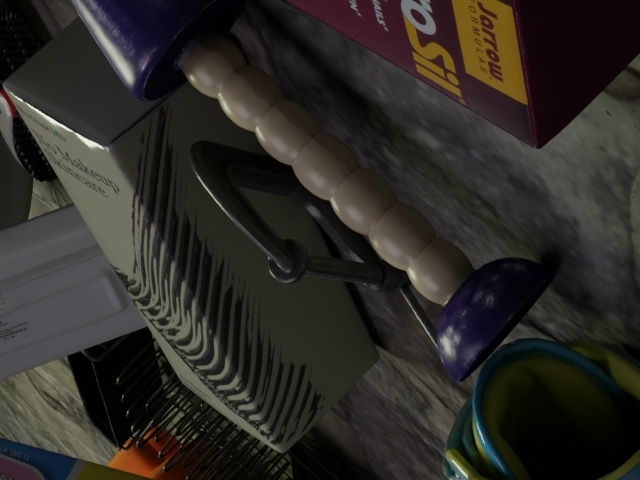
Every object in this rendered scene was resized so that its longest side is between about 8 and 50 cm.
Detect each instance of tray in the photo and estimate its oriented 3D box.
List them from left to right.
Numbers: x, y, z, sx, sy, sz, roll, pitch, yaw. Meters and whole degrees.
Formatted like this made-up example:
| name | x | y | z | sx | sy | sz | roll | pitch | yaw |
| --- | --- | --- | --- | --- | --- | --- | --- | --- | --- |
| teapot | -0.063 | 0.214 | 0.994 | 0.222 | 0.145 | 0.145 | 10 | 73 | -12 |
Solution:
| name | x | y | z | sx | sy | sz | roll | pitch | yaw |
| --- | --- | --- | --- | --- | --- | --- | --- | --- | --- |
| tray | -0.217 | 0.053 | 1.330 | 0.145 | 0.270 | 0.030 | 71 | 178 | -51 |

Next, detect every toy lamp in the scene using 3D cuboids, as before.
| name | x | y | z | sx | sy | sz | roll | pitch | yaw |
| --- | --- | --- | --- | --- | --- | --- | --- | --- | --- |
| toy lamp | -0.010 | -0.049 | 0.948 | 0.274 | 0.080 | 0.080 | 40 | 161 | 9 |

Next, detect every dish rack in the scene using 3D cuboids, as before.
| name | x | y | z | sx | sy | sz | roll | pitch | yaw |
| --- | --- | --- | --- | --- | --- | --- | --- | --- | --- |
| dish rack | -0.079 | 0.169 | 1.552 | 0.271 | 0.074 | 0.208 | 39 | 162 | 18 |

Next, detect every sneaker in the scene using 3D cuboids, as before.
| name | x | y | z | sx | sy | sz | roll | pitch | yaw |
| --- | --- | --- | --- | --- | --- | --- | --- | --- | --- |
| sneaker | -0.204 | -0.111 | 1.290 | 0.075 | 0.057 | 0.161 | 52 | 171 | 42 |
| sneaker | 0.116 | 0.138 | 0.997 | 0.208 | 0.127 | 0.319 | 49 | 152 | -14 |

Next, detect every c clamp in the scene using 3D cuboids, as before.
| name | x | y | z | sx | sy | sz | roll | pitch | yaw |
| --- | --- | --- | --- | --- | --- | --- | --- | --- | --- |
| c clamp | 0.000 | 0.000 | 1.013 | 0.160 | 0.022 | 0.137 | 16 | -145 | -56 |

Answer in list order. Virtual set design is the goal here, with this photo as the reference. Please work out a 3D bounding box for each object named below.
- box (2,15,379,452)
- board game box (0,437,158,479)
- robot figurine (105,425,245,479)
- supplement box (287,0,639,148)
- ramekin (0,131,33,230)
| name | x | y | z | sx | sy | sz | roll | pitch | yaw |
| --- | --- | --- | --- | --- | --- | --- | --- | --- | --- |
| box | -0.068 | -0.007 | 1.128 | 0.113 | 0.094 | 0.275 | 29 | 156 | 43 |
| board game box | -0.165 | 0.225 | 1.478 | 0.316 | 0.064 | 0.242 | 16 | 162 | -7 |
| robot figurine | -0.099 | 0.264 | 1.704 | 0.219 | 0.128 | 0.158 | 43 | 161 | 8 |
| supplement box | 0.027 | -0.128 | 0.692 | 0.188 | 0.081 | 0.104 | 34 | 158 | 31 |
| ramekin | -0.322 | -0.025 | 1.401 | 0.127 | 0.273 | 0.273 | 22 | 153 | 25 |
